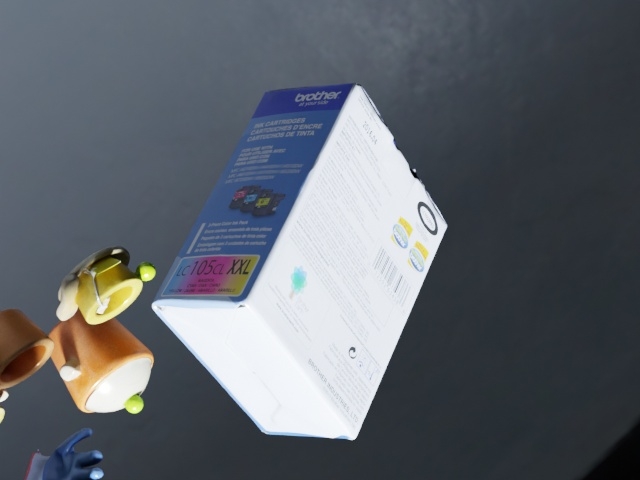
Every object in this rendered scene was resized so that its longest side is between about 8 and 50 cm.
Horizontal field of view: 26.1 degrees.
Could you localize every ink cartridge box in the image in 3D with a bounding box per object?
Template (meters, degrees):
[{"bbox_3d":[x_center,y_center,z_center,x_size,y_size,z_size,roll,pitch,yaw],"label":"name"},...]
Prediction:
[{"bbox_3d":[0.000,0.000,1.641,0.151,0.270,0.395,2,-129,37],"label":"ink cartridge box"}]

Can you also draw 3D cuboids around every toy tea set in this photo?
[{"bbox_3d":[-0.293,0.155,1.391,0.336,0.124,0.200,-33,160,-25],"label":"toy tea set"}]

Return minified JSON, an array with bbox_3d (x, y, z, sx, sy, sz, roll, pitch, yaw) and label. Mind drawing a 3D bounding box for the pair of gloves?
[{"bbox_3d":[-0.288,0.299,1.494,0.159,0.023,0.198,-8,-116,51],"label":"pair of gloves"}]
